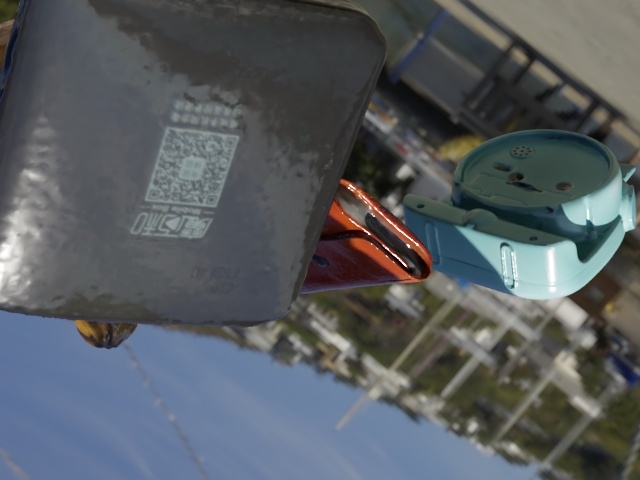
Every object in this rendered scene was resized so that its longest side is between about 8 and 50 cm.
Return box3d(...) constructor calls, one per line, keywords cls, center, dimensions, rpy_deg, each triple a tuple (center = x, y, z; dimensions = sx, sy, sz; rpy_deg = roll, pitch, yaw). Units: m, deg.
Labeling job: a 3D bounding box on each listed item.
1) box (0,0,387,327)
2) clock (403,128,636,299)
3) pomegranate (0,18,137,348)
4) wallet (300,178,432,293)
box3d(cls="box", center=(-0.112, -0.069, 1.046), dimensions=(0.290, 0.289, 0.073), rpy_deg=(5, -153, -32))
box3d(cls="clock", center=(0.246, -0.048, 1.593), dimensions=(0.224, 0.274, 0.094), rpy_deg=(17, 132, 35))
box3d(cls="pomegranate", center=(-0.257, -0.068, 1.589), dimensions=(0.410, 0.410, 0.410), rpy_deg=(39, -175, -4))
box3d(cls="wallet", center=(0.000, 0.000, 1.381), dimensions=(0.142, 0.045, 0.204), rpy_deg=(42, 153, -25))
